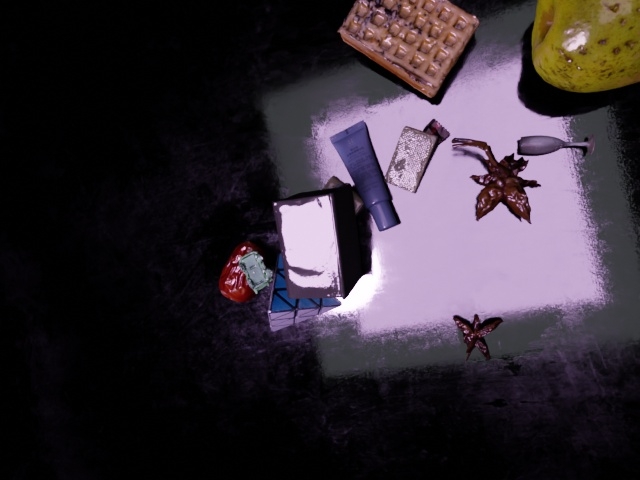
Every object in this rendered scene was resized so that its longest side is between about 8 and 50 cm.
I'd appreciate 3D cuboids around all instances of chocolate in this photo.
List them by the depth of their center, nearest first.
[{"bbox_3d":[0.345,-0.318,1.417,0.086,0.028,0.182,46,105,8],"label":"chocolate"}]

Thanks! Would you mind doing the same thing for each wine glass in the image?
[{"bbox_3d":[0.717,-0.292,1.284,0.197,0.066,0.066,2,95,17],"label":"wine glass"}]

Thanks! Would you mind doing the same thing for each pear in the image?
[{"bbox_3d":[0.766,-0.580,1.098,0.390,0.391,0.392,1,95,17],"label":"pear"}]

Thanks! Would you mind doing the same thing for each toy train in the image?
[{"bbox_3d":[-0.233,0.115,1.502,0.099,0.081,0.149,-32,100,-22],"label":"toy train"}]

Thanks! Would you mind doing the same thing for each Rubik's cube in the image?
[{"bbox_3d":[-0.111,0.216,1.543,0.229,0.233,0.228,-48,33,-20],"label":"Rubik's cube"}]

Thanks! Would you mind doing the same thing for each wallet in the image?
[{"bbox_3d":[0.073,-0.145,1.511,0.155,0.039,0.110,39,103,12],"label":"wallet"}]

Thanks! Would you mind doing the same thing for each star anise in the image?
[{"bbox_3d":[0.535,-0.195,1.306,0.237,0.148,0.346,-41,92,14],"label":"star anise"},{"bbox_3d":[0.504,0.316,1.361,0.158,0.144,0.141,8,89,18],"label":"star anise"}]

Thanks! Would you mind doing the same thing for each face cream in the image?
[{"bbox_3d":[0.161,-0.218,1.457,0.135,0.086,0.386,-24,82,15],"label":"face cream"}]

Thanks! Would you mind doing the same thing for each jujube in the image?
[{"bbox_3d":[-0.290,0.121,1.595,0.155,0.155,0.230,26,92,14],"label":"jujube"}]

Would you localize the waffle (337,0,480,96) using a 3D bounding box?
[{"bbox_3d":[0.277,-0.668,1.332,0.376,0.114,0.261,34,102,1],"label":"waffle"}]

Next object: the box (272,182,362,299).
[{"bbox_3d":[0.001,0.000,1.408,0.204,0.251,0.346,-4,103,19],"label":"box"}]

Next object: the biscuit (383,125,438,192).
[{"bbox_3d":[0.300,-0.271,1.408,0.121,0.040,0.200,26,114,18],"label":"biscuit"}]
